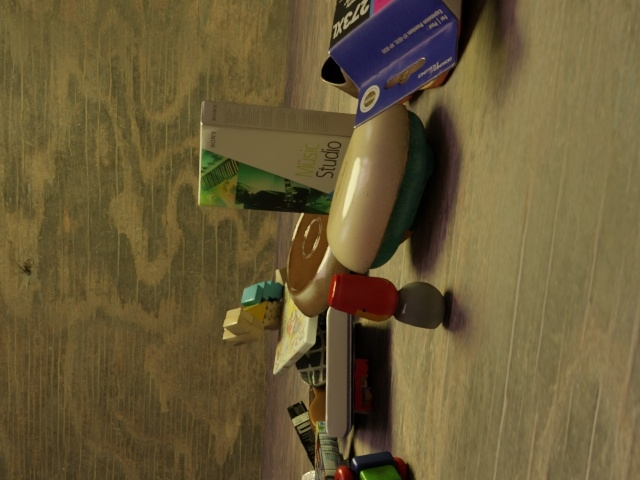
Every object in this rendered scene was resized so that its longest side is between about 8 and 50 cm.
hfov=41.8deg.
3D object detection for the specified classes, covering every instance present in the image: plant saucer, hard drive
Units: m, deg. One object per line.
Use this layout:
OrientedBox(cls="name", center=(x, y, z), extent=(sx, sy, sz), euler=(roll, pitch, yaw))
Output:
OrientedBox(cls="plant saucer", center=(0.000, 0.000, 1.691), extent=(0.310, 0.050, 0.311), euler=(-53, 28, 43))
OrientedBox(cls="hard drive", center=(0.039, 0.239, 1.506), extent=(0.319, 0.040, 0.210), euler=(73, -163, -79))

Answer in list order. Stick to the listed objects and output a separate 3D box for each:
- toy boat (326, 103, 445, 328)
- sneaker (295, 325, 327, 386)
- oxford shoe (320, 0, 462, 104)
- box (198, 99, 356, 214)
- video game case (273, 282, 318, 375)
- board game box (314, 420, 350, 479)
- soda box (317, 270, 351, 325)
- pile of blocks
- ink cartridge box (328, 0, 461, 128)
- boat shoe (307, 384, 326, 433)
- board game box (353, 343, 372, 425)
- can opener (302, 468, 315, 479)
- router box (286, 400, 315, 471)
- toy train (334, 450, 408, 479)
OrientedBox(cls="toy boat", center=(0.093, -0.013, 1.149), extent=(0.267, 0.148, 0.318), euler=(108, 170, -46))
OrientedBox(cls="sneaker", center=(0.001, 0.216, 1.895), extent=(0.110, 0.107, 0.275), euler=(73, -167, -45))
OrientedBox(cls="oxford shoe", center=(0.091, -0.267, 1.146), extent=(0.363, 0.132, 0.130), euler=(143, 130, -73))
OrientedBox(cls="box", center=(-0.046, -0.130, 1.426), extent=(0.232, 0.322, 0.058), euler=(104, 169, -57))
OrientedBox(cls="video game case", center=(-0.047, 0.154, 1.809), extent=(0.206, 0.026, 0.227), euler=(129, 152, -55))
OrientedBox(cls="board game box", center=(0.029, 0.484, 1.617), extent=(0.194, 0.060, 0.194), euler=(-105, 13, -57))
OrientedBox(cls="soda box", center=(0.027, 0.113, 1.792), extent=(0.169, 0.053, 0.060), euler=(103, 168, -49))
OrientedBox(cls="pile of blocks", center=(-0.127, 0.151, 1.965), extent=(0.362, 0.112, 0.149), euler=(-9, -97, -56))
OrientedBox(cls="ink cartridge box", center=(0.095, -0.330, 1.007), extent=(0.175, 0.069, 0.371), euler=(-26, 50, 49))
OrientedBox(cls="boat shoe", center=(0.010, 0.365, 1.799), extent=(0.207, 0.073, 0.073), euler=(-89, 3, -67))
OrientedBox(cls="board game box", center=(0.073, 0.251, 1.455), extent=(0.169, 0.033, 0.133), euler=(81, -170, -73))
OrientedBox(cls="can opener", center=(-0.003, 0.651, 1.861), extent=(0.093, 0.074, 0.280), euler=(36, -129, -58))
OrientedBox(cls="router box", center=(-0.023, 0.448, 1.899), extent=(0.179, 0.046, 0.133), euler=(-166, 51, -82))
OrientedBox(cls="toy train", center=(0.082, 0.444, 1.206), extent=(0.143, 0.105, 0.248), euler=(-130, 41, -58))
